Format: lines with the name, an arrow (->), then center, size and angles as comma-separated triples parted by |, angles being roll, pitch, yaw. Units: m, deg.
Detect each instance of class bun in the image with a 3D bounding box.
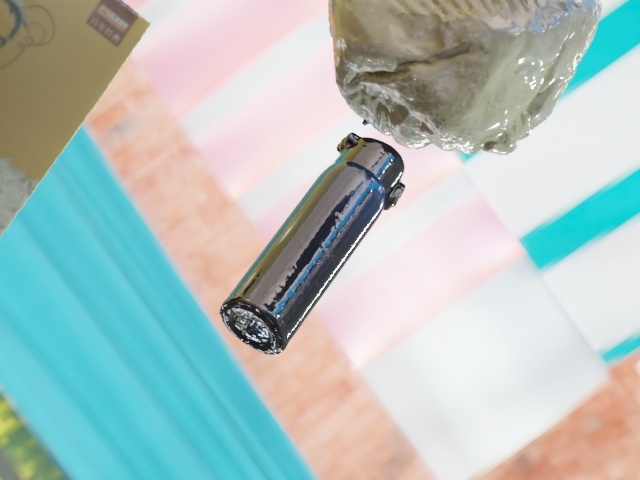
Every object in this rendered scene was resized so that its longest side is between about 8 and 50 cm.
bun -> 0.133, -0.203, 1.871 | 0.281, 0.281, 0.205 | -37, 143, -35

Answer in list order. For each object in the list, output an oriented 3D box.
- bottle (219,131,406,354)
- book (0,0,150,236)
bottle -> 0.000, 0.000, 1.730 | 0.244, 0.082, 0.072 | -55, -175, -32
book -> -0.363, -0.121, 1.654 | 0.389, 0.269, 0.032 | -56, -154, -7
